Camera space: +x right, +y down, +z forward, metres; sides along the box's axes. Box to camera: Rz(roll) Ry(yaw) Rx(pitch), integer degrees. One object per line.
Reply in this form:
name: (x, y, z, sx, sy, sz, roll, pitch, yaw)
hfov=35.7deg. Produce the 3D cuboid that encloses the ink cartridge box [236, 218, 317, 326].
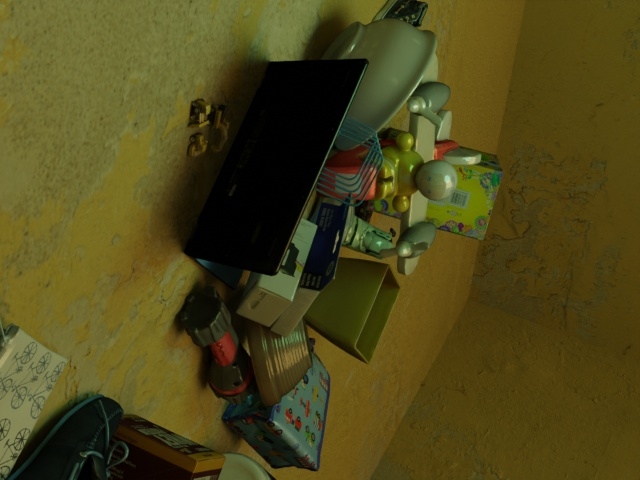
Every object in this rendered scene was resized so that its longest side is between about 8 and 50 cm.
ink cartridge box: (-0.081, 0.054, 1.826, 0.127, 0.072, 0.175, -49, -161, 55)

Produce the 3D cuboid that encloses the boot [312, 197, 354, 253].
boot: (0.000, 0.000, 2.207, 0.123, 0.095, 0.258, -16, 125, -77)

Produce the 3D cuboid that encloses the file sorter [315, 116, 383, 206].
file sorter: (0.041, -0.146, 1.756, 0.118, 0.105, 0.170, -61, -169, 18)

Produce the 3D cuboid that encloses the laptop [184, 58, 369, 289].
laptop: (-0.050, -0.097, 1.762, 0.236, 0.408, 0.381, 31, 77, -37)

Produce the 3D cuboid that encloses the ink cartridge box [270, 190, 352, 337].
ink cartridge box: (-0.020, 0.040, 1.886, 0.224, 0.045, 0.223, -54, -163, 47)

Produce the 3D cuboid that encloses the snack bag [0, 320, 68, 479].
snack bag: (-0.460, 0.241, 1.225, 0.323, 0.037, 0.342, -64, 161, -17)

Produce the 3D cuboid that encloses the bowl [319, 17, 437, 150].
bowl: (0.079, -0.331, 1.944, 0.298, 0.134, 0.298, -45, -159, 23)

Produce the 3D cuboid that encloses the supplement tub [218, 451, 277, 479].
supplement tub: (-0.170, 0.588, 2.175, 0.193, 0.194, 0.316, -64, 161, -17)

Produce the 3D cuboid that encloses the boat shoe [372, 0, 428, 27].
boat shoe: (0.173, -0.486, 2.224, 0.183, 0.083, 0.065, -59, 159, -30)

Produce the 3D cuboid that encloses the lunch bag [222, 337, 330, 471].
lunch bag: (-0.065, 0.339, 2.256, 0.221, 0.138, 0.293, 54, 44, -38)

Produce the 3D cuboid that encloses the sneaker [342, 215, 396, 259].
sneaker: (0.100, -0.017, 2.394, 0.094, 0.151, 0.256, -69, 161, 2)

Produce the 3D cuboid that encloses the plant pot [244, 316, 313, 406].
plant pot: (-0.079, 0.208, 1.998, 0.237, 0.110, 0.237, -10, 90, -88)

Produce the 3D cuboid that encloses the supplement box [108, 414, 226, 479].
supplement box: (-0.292, 0.412, 1.637, 0.194, 0.191, 0.129, -69, 162, -3)

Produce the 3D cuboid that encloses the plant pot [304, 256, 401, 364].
plant pot: (0.057, 0.151, 2.387, 0.212, 0.187, 0.212, -67, 162, -12)

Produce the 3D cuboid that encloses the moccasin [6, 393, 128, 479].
moccasin: (-0.365, 0.356, 1.446, 0.342, 0.117, 0.137, -56, 165, -58)

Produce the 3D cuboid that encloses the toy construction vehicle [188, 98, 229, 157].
toy construction vehicle: (-0.178, -0.182, 1.601, 0.086, 0.035, 0.098, -36, 142, -60)

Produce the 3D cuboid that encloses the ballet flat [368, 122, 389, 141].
ballet flat: (0.122, -0.256, 2.343, 0.072, 0.068, 0.213, -29, 136, -64)

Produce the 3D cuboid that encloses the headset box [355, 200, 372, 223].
headset box: (0.111, -0.075, 2.559, 0.062, 0.032, 0.083, -70, 163, 3)

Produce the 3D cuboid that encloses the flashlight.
flashlight: (-0.192, 0.209, 1.879, 0.103, 0.103, 0.304, -29, 149, -7)

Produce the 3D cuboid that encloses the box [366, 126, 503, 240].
box: (0.283, -0.147, 2.472, 0.279, 0.290, 0.177, -66, 170, -75)

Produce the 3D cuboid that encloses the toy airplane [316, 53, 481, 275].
toy airplane: (0.208, -0.154, 2.140, 0.384, 0.272, 0.386, -51, 130, -8)
